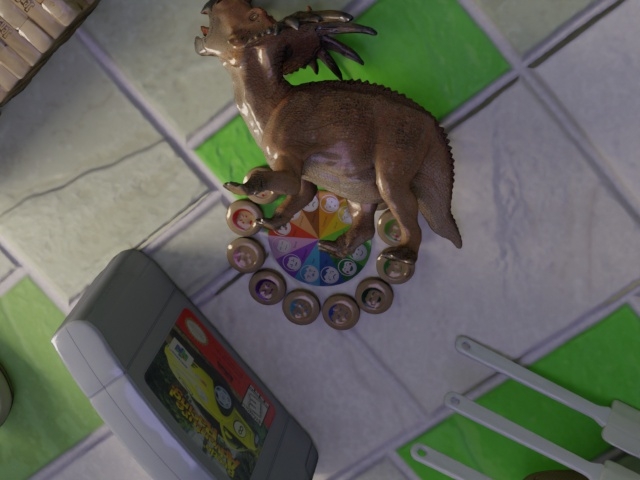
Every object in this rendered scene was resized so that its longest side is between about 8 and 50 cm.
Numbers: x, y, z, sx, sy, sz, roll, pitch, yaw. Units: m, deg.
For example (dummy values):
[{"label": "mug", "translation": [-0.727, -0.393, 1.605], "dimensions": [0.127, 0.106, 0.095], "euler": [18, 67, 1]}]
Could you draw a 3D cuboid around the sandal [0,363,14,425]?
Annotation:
[{"label": "sandal", "translation": [-0.445, 0.100, 1.368], "dimensions": [0.303, 0.086, 0.120], "euler": [33, 116, -4]}]

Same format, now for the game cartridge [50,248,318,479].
[{"label": "game cartridge", "translation": [-0.116, 0.157, 1.266], "dimensions": [0.060, 0.196, 0.294], "euler": [-35, 103, 24]}]

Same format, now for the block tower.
[{"label": "block tower", "translation": [-0.327, -0.142, 1.234], "dimensions": [0.097, 0.091, 0.335], "euler": [42, 115, -8]}]

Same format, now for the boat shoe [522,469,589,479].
[{"label": "boat shoe", "translation": [0.321, 0.293, 1.291], "dimensions": [0.285, 0.103, 0.092], "euler": [13, 111, -1]}]

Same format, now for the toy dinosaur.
[{"label": "toy dinosaur", "translation": [0.026, -0.096, 1.169], "dimensions": [0.296, 0.127, 0.200], "euler": [23, 80, -15]}]

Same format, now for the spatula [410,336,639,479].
[{"label": "spatula", "translation": [0.211, 0.193, 1.243], "dimensions": [0.242, 0.168, 0.019], "euler": [26, 149, 3]}]

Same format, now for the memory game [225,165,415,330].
[{"label": "memory game", "translation": [0.000, 0.000, 1.273], "dimensions": [0.186, 0.012, 0.186], "euler": [5, 115, 10]}]
